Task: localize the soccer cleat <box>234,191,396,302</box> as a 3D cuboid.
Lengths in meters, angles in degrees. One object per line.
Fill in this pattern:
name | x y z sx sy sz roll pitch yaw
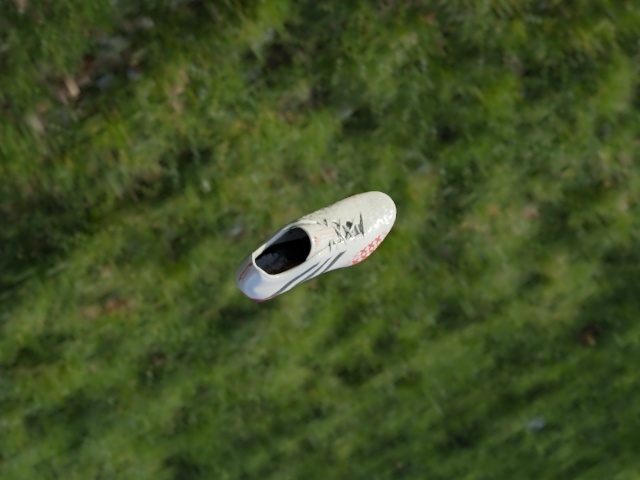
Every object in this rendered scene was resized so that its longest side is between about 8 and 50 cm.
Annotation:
soccer cleat | 0.000 0.000 0.663 0.083 0.029 0.035 -27 166 -20
